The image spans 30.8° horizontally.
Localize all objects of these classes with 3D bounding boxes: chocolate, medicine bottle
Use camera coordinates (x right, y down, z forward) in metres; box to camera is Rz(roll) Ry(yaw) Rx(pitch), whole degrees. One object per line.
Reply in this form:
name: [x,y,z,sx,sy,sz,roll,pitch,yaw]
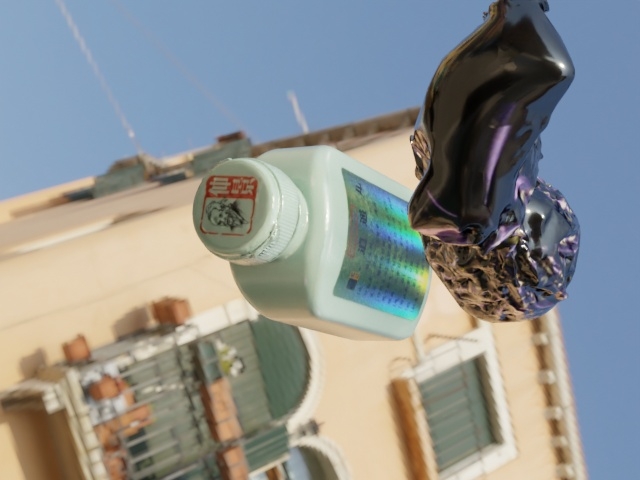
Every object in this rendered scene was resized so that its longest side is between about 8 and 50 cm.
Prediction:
chocolate: [0.050,-0.019,0.369,0.070,0.147,0.072,4,-110,19]
medicine bottle: [0.000,0.000,0.814,0.083,0.229,0.121,-1,-101,28]
